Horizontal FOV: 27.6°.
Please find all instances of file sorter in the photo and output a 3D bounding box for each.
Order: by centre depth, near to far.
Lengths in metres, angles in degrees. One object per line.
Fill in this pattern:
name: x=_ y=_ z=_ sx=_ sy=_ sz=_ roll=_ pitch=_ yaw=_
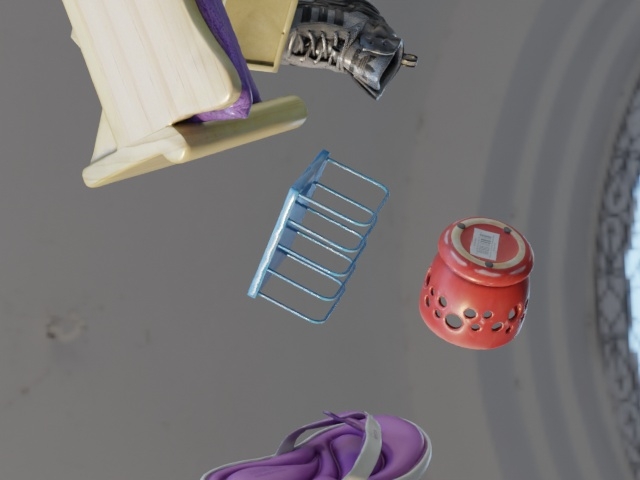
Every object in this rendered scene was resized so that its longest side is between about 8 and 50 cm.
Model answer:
file sorter: x=0.000 y=0.000 z=1.620 sx=0.170 sy=0.104 sz=0.118 roll=-66 pitch=-7 yaw=33

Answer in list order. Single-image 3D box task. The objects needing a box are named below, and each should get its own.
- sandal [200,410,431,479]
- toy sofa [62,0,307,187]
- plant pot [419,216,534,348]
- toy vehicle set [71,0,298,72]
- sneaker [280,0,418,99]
sandal: x=0.015 y=0.283 z=1.729 sx=0.416 sy=0.169 sz=0.102 roll=-14 pitch=-62 yaw=-50
toy sofa: x=-0.134 y=-0.237 z=0.993 sx=0.150 sy=0.177 sz=0.363 roll=-23 pitch=-89 yaw=-52
plant pot: x=0.282 y=0.069 z=2.296 sx=0.191 sy=0.191 sz=0.174 roll=-50 pitch=-20 yaw=-46
toy vehicle set: x=-0.150 y=-0.296 z=1.549 sx=0.266 sy=0.035 sz=0.166 roll=3 pitch=-63 yaw=-32
sneaker: x=0.012 y=-0.256 z=1.718 sx=0.268 sy=0.153 sz=0.101 roll=-15 pitch=-43 yaw=-42
